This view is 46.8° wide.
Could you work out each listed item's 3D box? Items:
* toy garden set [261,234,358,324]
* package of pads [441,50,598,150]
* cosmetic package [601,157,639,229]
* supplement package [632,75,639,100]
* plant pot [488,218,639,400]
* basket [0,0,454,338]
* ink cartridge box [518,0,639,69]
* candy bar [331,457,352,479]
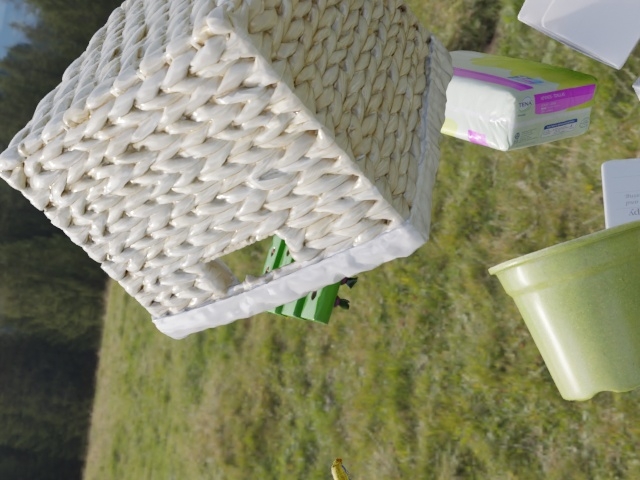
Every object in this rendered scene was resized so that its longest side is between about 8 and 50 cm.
[{"bbox_3d":[0.000,0.000,0.909,0.244,0.049,0.203,-4,67,69],"label":"toy garden set"},{"bbox_3d":[0.259,-0.234,1.186,0.296,0.229,0.101,28,124,44],"label":"package of pads"},{"bbox_3d":[0.885,0.034,1.824,0.327,0.329,0.393,57,-146,-51],"label":"cosmetic package"},{"bbox_3d":[0.655,-0.202,1.125,0.198,0.262,0.199,-49,33,-10],"label":"supplement package"},{"bbox_3d":[0.458,0.126,1.256,0.276,0.276,0.253,-31,74,61],"label":"plant pot"},{"bbox_3d":[-0.076,-0.133,0.751,0.328,0.266,0.331,-22,34,31],"label":"basket"},{"bbox_3d":[0.425,-0.374,1.108,0.233,0.168,0.171,-35,-27,-61],"label":"ink cartridge box"},{"bbox_3d":[0.040,0.267,0.692,0.161,0.018,0.040,-123,13,-60],"label":"candy bar"}]
